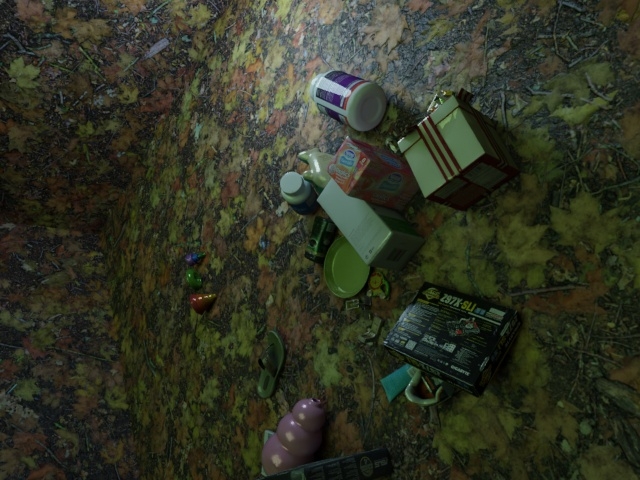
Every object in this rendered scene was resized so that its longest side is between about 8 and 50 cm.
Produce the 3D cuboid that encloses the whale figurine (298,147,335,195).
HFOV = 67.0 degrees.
[{"bbox_3d":[0.020,-0.266,1.926,0.272,0.216,0.141,45,146,35],"label":"whale figurine"}]

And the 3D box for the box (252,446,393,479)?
[{"bbox_3d":[-0.005,0.778,1.589,0.318,0.394,0.097,-35,59,36],"label":"box"}]

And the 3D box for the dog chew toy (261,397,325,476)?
[{"bbox_3d":[-0.088,0.752,1.837,0.206,0.206,0.332,29,95,46],"label":"dog chew toy"}]

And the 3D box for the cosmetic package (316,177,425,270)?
[{"bbox_3d":[0.169,-0.072,1.714,0.155,0.196,0.366,-55,50,24],"label":"cosmetic package"}]

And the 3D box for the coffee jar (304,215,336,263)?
[{"bbox_3d":[0.000,0.000,1.963,0.096,0.079,0.185,24,99,44],"label":"coffee jar"}]

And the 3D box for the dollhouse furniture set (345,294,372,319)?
[{"bbox_3d":[0.122,0.251,1.783,0.114,0.081,0.091,-20,68,43],"label":"dollhouse furniture set"}]

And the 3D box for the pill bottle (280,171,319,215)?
[{"bbox_3d":[-0.089,-0.193,1.973,0.124,0.221,0.125,-5,72,14],"label":"pill bottle"}]

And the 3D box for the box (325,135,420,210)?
[{"bbox_3d":[0.190,-0.220,1.641,0.142,0.299,0.154,-55,48,25],"label":"box"}]

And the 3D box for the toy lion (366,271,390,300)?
[{"bbox_3d":[0.211,0.162,1.746,0.100,0.034,0.096,6,79,47],"label":"toy lion"}]

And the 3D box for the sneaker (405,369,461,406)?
[{"bbox_3d":[0.387,0.399,1.442,0.321,0.127,0.126,-51,48,26],"label":"sneaker"}]

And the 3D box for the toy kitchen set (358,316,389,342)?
[{"bbox_3d":[0.191,0.322,1.700,0.068,0.075,0.083,28,107,45],"label":"toy kitchen set"}]

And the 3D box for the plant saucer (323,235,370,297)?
[{"bbox_3d":[0.109,0.101,1.859,0.240,0.037,0.241,-12,73,45],"label":"plant saucer"}]

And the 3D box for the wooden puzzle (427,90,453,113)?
[{"bbox_3d":[0.406,-0.466,1.667,0.078,0.014,0.117,35,108,45],"label":"wooden puzzle"}]

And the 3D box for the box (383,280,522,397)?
[{"bbox_3d":[0.379,0.275,1.418,0.321,0.079,0.257,16,58,47],"label":"box"}]

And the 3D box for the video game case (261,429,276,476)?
[{"bbox_3d":[-0.174,0.909,2.015,0.201,0.023,0.184,-3,80,46],"label":"video game case"}]

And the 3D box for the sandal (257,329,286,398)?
[{"bbox_3d":[-0.225,0.541,2.093,0.120,0.086,0.303,14,93,47],"label":"sandal"}]

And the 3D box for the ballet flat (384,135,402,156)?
[{"bbox_3d":[0.263,-0.353,1.780,0.041,0.041,0.114,-53,49,26],"label":"ballet flat"}]

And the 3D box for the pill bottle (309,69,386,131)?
[{"bbox_3d":[0.096,-0.557,1.893,0.323,0.181,0.182,40,111,43],"label":"pill bottle"}]

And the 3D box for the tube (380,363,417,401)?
[{"bbox_3d":[0.275,0.457,1.609,0.207,0.052,0.080,-49,46,35],"label":"tube"}]

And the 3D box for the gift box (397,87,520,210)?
[{"bbox_3d":[0.404,-0.276,1.452,0.255,0.276,0.258,-37,56,30],"label":"gift box"}]

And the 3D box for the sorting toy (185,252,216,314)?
[{"bbox_3d":[-0.637,0.214,2.612,0.126,0.127,0.366,-24,59,10],"label":"sorting toy"}]
